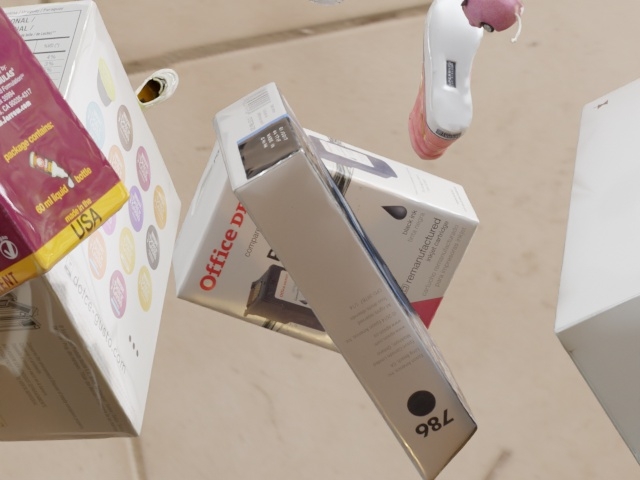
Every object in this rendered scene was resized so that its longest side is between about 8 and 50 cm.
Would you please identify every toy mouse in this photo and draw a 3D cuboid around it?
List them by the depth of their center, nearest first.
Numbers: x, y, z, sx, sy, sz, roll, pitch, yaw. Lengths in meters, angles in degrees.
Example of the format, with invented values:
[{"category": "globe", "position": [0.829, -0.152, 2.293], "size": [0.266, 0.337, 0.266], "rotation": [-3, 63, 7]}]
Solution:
[{"category": "toy mouse", "position": [0.151, -0.227, 1.388], "size": [0.031, 0.143, 0.161], "rotation": [53, 47, -41]}]

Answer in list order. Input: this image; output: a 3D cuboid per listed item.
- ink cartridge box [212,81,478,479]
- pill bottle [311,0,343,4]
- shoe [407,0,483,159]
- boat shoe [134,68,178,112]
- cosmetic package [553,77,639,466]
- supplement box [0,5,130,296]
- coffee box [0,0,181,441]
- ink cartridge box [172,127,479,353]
[{"category": "ink cartridge box", "position": [0.032, 0.049, 1.241], "size": [0.065, 0.165, 0.333], "rotation": [-30, 115, 3]}, {"category": "pill bottle", "position": [0.022, -0.272, 1.399], "size": [0.086, 0.152, 0.086], "rotation": [9, 59, -15]}, {"category": "shoe", "position": [0.127, -0.175, 1.730], "size": [0.063, 0.081, 0.178], "rotation": [11, 66, -13]}, {"category": "boat shoe", "position": [-0.196, -0.181, 1.945], "size": [0.035, 0.035, 0.100], "rotation": [53, 43, -4]}, {"category": "cosmetic package", "position": [0.292, 0.066, 1.224], "size": [0.097, 0.377, 0.284], "rotation": [-29, 109, 24]}, {"category": "supplement box", "position": [-0.190, -0.061, 0.745], "size": [0.188, 0.104, 0.081], "rotation": [56, 36, -11]}, {"category": "coffee box", "position": [-0.372, -0.013, 1.727], "size": [0.338, 0.334, 0.338], "rotation": [-4, 140, 13]}, {"category": "ink cartridge box", "position": [0.000, 0.000, 1.517], "size": [0.237, 0.100, 0.172], "rotation": [19, 110, -14]}]
